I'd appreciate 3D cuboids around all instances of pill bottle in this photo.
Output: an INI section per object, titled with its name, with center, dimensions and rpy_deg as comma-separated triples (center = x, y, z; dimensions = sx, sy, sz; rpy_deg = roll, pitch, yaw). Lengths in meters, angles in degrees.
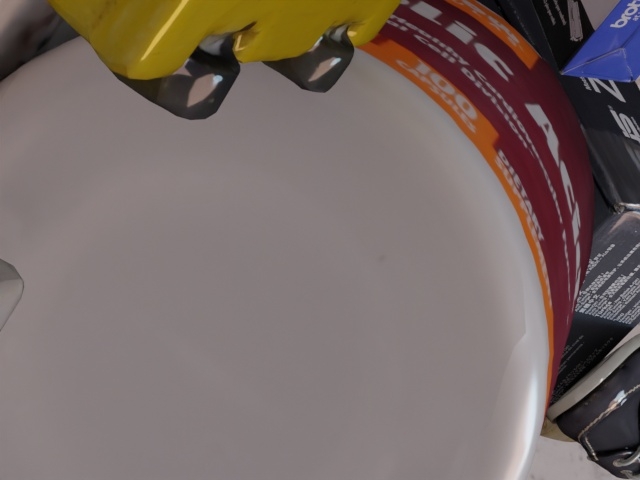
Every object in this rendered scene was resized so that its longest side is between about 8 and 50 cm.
[pill bottle]
center = 0.000, 0.000, 0.720
dimensions = 0.224, 0.224, 0.392
rpy_deg = -52, 179, 17

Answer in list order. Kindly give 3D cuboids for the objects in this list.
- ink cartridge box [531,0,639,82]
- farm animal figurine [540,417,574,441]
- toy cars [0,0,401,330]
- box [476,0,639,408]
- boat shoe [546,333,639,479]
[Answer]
[ink cartridge box]
center = 0.121, -0.184, 0.793
dimensions = 0.046, 0.207, 0.097
rpy_deg = 4, 143, -29
[farm animal figurine]
center = 0.090, 0.024, 1.248
dimensions = 0.327, 0.172, 0.330
rpy_deg = -36, -128, 43
[toy cars]
center = -0.080, -0.033, 0.369
dimensions = 0.393, 0.087, 0.176
rpy_deg = -46, 170, -31
[box]
center = 0.040, 0.008, 1.087
dimensions = 0.395, 0.097, 0.318
rpy_deg = -51, -137, 32
[boat shoe]
center = 0.184, 0.104, 0.989
dimensions = 0.075, 0.065, 0.206
rpy_deg = -40, 162, 7
